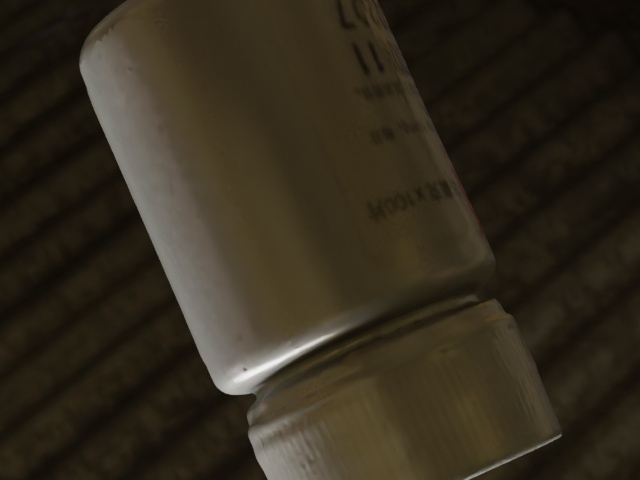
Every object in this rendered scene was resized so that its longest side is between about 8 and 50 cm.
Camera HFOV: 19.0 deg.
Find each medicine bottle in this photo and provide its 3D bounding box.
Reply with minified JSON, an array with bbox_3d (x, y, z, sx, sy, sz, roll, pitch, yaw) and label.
[{"bbox_3d":[0.000,0.000,1.282,0.211,0.211,0.371,-24,-96,-1],"label":"medicine bottle"}]
